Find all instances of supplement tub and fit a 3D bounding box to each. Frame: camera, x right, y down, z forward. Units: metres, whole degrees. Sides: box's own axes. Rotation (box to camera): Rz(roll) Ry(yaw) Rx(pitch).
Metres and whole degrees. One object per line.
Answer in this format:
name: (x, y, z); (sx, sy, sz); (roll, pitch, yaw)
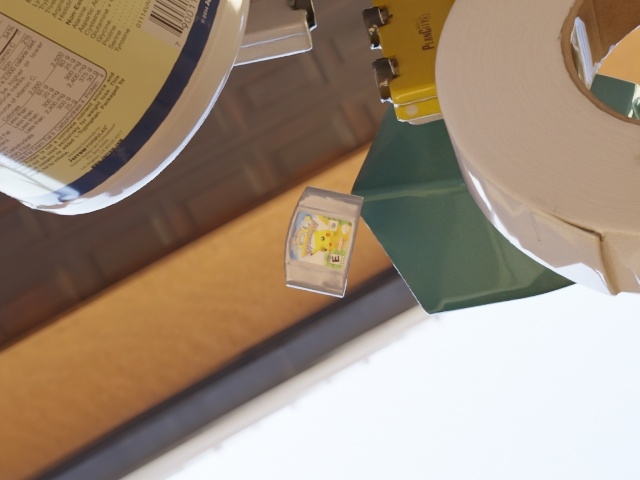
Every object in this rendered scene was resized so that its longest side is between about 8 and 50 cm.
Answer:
supplement tub: (-0.228, -0.174, 1.064); (0.235, 0.325, 0.235); (-26, -129, 37)

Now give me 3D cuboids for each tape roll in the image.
tape roll: (0.273, -0.127, 1.253); (0.392, 0.072, 0.392); (-11, -132, 12)

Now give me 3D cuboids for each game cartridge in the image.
game cartridge: (0.000, 0.000, 1.465); (0.056, 0.083, 0.017); (11, 177, 3)

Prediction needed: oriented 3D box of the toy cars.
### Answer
toy cars: (0.022, -0.167, 1.551); (0.176, 0.087, 0.394); (-36, -141, -31)

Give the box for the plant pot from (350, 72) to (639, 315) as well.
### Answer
plant pot: (0.185, -0.054, 1.613); (0.234, 0.165, 0.165); (-7, -137, 33)
